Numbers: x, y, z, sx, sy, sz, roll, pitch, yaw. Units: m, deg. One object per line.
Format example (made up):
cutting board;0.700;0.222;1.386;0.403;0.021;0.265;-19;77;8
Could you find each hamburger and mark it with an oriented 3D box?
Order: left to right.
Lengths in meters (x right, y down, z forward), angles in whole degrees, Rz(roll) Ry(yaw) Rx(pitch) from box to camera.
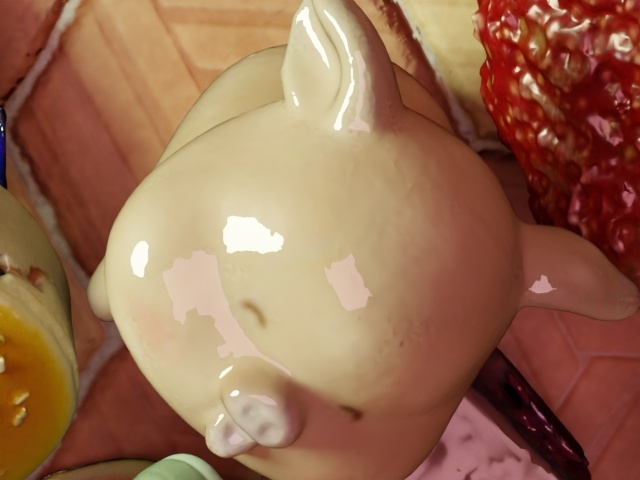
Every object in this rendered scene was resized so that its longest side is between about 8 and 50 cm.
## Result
hamburger;-0.275;0.073;1.119;0.295;0.151;0.227;-27;119;24

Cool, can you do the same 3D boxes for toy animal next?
toy animal;0.000;0.000;1.060;0.269;0.326;0.237;-34;110;34

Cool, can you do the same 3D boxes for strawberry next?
strawberry;0.204;-0.119;1.101;0.261;0.261;0.257;7;129;0

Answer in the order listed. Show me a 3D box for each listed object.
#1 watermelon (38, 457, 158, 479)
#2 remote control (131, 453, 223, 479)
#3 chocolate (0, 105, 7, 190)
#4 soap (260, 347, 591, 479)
watermelon;-0.133;0.188;1.214;0.163;0.087;0.069;-14;127;13
remote control;-0.138;0.252;1.135;0.128;0.065;0.335;51;127;7
chocolate;-0.255;-0.166;1.160;0.148;0.126;0.343;-12;100;41
soap;0.040;0.221;1.185;0.220;0.127;0.325;39;95;-5
